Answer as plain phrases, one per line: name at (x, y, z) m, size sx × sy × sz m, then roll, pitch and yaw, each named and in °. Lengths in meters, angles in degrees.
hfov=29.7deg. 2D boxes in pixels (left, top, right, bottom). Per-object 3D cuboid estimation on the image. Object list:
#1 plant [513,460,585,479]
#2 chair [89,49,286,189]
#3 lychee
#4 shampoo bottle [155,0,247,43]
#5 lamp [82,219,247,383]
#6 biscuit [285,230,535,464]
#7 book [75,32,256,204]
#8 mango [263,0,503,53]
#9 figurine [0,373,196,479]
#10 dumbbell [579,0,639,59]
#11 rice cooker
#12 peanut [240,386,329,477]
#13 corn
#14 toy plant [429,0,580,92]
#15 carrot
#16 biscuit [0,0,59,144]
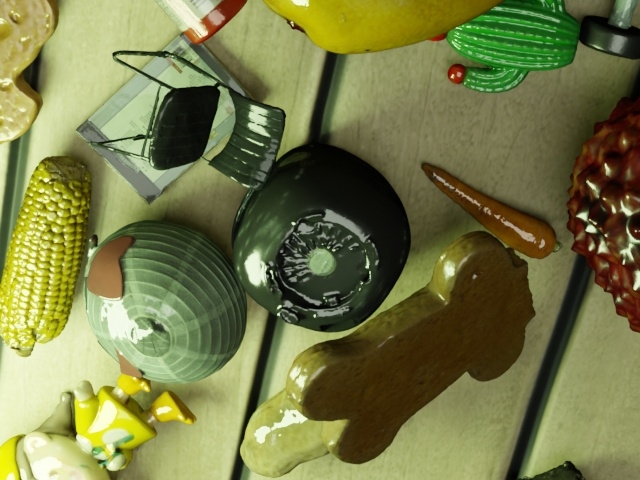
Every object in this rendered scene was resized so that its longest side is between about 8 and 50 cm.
plant at (0.368, 0.466, 2.018) m, size 0.203 × 0.142 × 0.131 m, roll -39°, pitch 118°, yaw 4°
chair at (-0.179, -0.157, 1.657) m, size 0.221 × 0.145 × 0.140 m, roll 27°, pitch 112°, yaw 23°
lychee at (0.580, -0.011, 1.658) m, size 0.500 × 0.424 × 0.424 m, roll 31°, pitch 110°, yaw 6°
shampoo bottle at (-0.225, -0.402, 1.643) m, size 0.104 × 0.104 × 0.278 m, roll -38°, pitch 109°, yaw 13°
lamp at (-0.232, 0.091, 1.786) m, size 0.233 × 0.233 × 0.265 m, roll -20°, pitch 107°, yaw 7°
biscuit at (0.144, 0.162, 1.799) m, size 0.394 × 0.076 × 0.368 m, roll -37°, pitch 146°, yaw -5°
book at (-0.225, -0.181, 1.783) m, size 0.231 × 0.026 × 0.157 m, roll -39°, pitch 106°, yaw 13°
mango at (0.121, -0.416, 1.587) m, size 0.446 × 0.232 × 0.300 m, roll -24°, pitch 106°, yaw -2°
figurine at (-0.370, 0.347, 1.921) m, size 0.344 × 0.187 × 0.215 m, roll -41°, pitch 99°, yaw 8°
dumbbell at (0.434, -0.355, 1.685) m, size 0.100 × 0.100 × 0.191 m, roll 12°, pitch 112°, yaw -7°
rice cooker at (0.000, 0.000, 1.756) m, size 0.267 × 0.224 × 0.267 m, roll 0°, pitch 114°, yaw -1°
peanut at (-0.033, 0.294, 1.933) m, size 0.224 × 0.129 × 0.129 m, roll -35°, pitch 110°, yaw 20°
corn at (-0.415, 0.028, 1.813) m, size 0.119 × 0.119 × 0.321 m, roll 13°, pitch 111°, yaw -7°
toy plant at (0.247, -0.285, 1.716) m, size 0.240 × 0.088 × 0.154 m, roll -15°, pitch 112°, yaw 10°
carrot at (0.258, -0.042, 1.837) m, size 0.257 × 0.061 × 0.061 m, roll 29°, pitch 109°, yaw -10°
biscuit at (-0.542, -0.269, 1.716) m, size 0.352 × 0.057 × 0.312 m, roll -2°, pitch 113°, yaw 1°
